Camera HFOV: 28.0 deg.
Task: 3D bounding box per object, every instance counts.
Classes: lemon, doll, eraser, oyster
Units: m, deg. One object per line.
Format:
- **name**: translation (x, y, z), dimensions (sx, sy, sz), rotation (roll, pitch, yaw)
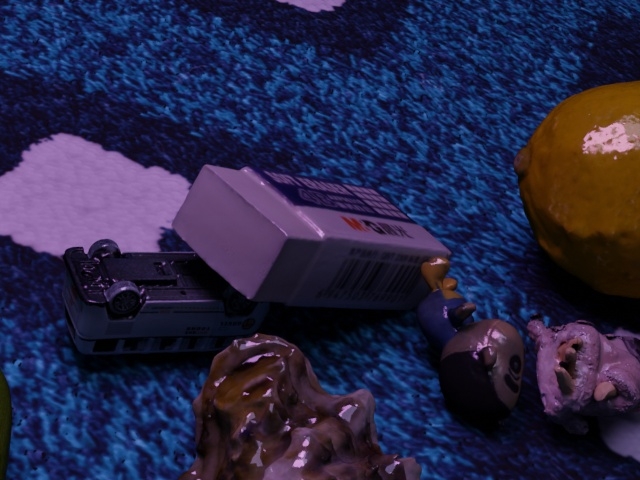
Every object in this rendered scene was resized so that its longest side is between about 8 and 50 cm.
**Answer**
- **lemon**: translation (0.345, -0.051, 1.365), dimensions (0.288, 0.233, 0.233), rotation (18, 35, -8)
- **doll**: translation (0.144, 0.096, 1.218), dimensions (0.088, 0.102, 0.179), rotation (-19, 59, 6)
- **eraser**: translation (0.000, 0.000, 1.224), dimensions (0.124, 0.081, 0.279), rotation (41, 20, 31)
- **oyster**: translation (-0.042, 0.223, 0.965), dimensions (0.238, 0.115, 0.351), rotation (24, 37, 15)

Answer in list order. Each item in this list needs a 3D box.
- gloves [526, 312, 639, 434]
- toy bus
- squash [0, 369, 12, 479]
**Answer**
- **gloves**: translation (0.258, 0.128, 1.210), dimensions (0.144, 0.094, 0.110), rotation (19, 43, -24)
- **toy bus**: translation (-0.140, 0.056, 1.175), dimensions (0.193, 0.089, 0.087), rotation (0, 34, -28)
- **squash**: translation (-0.281, 0.183, 0.970), dimensions (0.082, 0.082, 0.292), rotation (6, 37, -10)
